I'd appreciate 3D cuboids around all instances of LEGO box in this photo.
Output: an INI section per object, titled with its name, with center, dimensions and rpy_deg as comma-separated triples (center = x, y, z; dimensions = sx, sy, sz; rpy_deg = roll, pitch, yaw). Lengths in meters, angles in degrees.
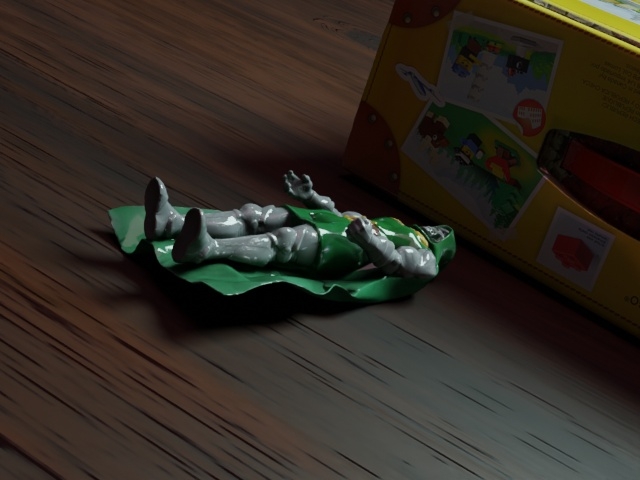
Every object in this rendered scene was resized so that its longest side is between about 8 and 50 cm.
[LEGO box]
center = 0.335, -0.047, 0.965
dimensions = 0.500, 0.193, 0.372
rpy_deg = 32, 25, 31

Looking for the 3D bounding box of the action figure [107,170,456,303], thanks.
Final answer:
[action figure]
center = 0.000, 0.000, 0.771
dimensions = 0.232, 0.064, 0.137
rpy_deg = 4, 22, -40
